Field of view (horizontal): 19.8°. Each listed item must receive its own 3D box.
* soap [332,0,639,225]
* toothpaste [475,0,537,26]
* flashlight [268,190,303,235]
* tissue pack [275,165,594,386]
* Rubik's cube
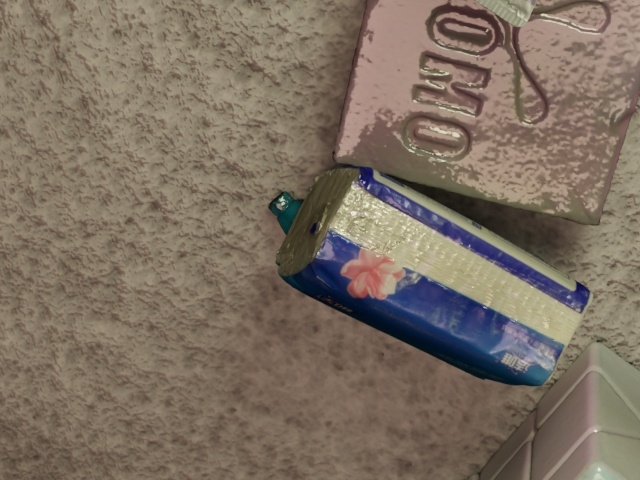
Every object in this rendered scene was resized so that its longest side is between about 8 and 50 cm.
[{"bbox_3d":[0.179,-0.188,1.793,0.285,0.107,0.296,12,111,2],"label":"soap"},{"bbox_3d":[0.219,-0.342,1.680,0.114,0.073,0.299,34,81,8],"label":"toothpaste"},{"bbox_3d":[0.000,0.000,1.915,0.051,0.051,0.129,-41,95,19],"label":"flashlight"},{"bbox_3d":[0.103,0.040,1.803,0.269,0.209,0.137,29,83,-12],"label":"tissue pack"},{"bbox_3d":[0.301,0.353,1.847,0.322,0.319,0.316,38,109,-6],"label":"Rubik's cube"}]
